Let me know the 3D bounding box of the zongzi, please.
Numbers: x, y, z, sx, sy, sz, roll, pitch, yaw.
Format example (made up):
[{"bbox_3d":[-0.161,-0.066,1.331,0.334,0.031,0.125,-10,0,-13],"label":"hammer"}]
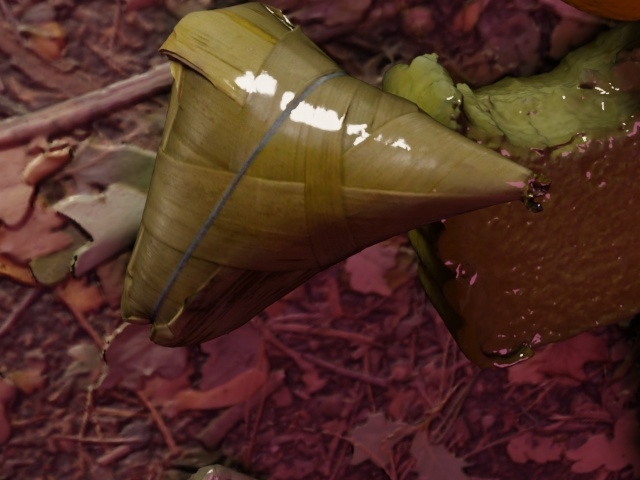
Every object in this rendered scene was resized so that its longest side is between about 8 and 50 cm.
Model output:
[{"bbox_3d":[0.000,0.000,0.789,0.115,0.256,0.228,-31,143,-55],"label":"zongzi"}]

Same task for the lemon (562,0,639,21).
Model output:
[{"bbox_3d":[0.181,-0.227,0.713,0.187,0.187,0.244,-27,98,-3],"label":"lemon"}]

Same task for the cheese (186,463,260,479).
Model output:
[{"bbox_3d":[-0.190,0.327,1.013,0.400,0.034,0.085,-48,142,10],"label":"cheese"}]

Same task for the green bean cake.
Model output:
[{"bbox_3d":[0.170,-0.056,0.874,0.236,0.124,0.232,-18,124,-9],"label":"green bean cake"}]
